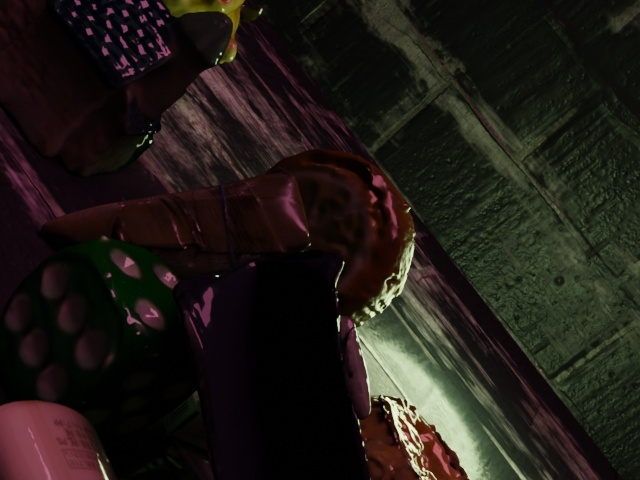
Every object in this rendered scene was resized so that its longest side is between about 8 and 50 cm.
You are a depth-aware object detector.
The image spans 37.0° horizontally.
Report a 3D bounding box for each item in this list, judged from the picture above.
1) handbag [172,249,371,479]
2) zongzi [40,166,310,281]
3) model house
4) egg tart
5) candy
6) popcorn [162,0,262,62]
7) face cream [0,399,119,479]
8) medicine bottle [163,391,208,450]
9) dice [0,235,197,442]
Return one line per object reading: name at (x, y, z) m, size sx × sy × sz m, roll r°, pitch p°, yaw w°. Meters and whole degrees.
handbag at (-0.021, 0.163, 0.754) m, size 0.329 × 0.122 × 0.303 m, roll 144°, pitch -64°, yaw -87°
zongzi at (-0.157, 0.039, 1.076) m, size 0.251 × 0.274 × 0.125 m, roll 97°, pitch -18°, yaw -53°
model house at (-0.262, -0.274, 1.163) m, size 0.298 × 0.284 × 0.243 m, roll 51°, pitch 19°, yaw 2°
egg tart at (0.094, 0.284, 1.147) m, size 0.315 × 0.120 × 0.315 m, roll 48°, pitch 14°, yaw -16°
candy at (0.000, 0.000, 1.310) m, size 0.260 × 0.260 × 0.118 m, roll 58°, pitch 8°, yaw 26°
popcorn at (-0.268, -0.419, 1.624) m, size 0.316 × 0.281 × 0.297 m, roll 27°, pitch -37°, yaw 28°
face cream at (-0.109, 0.269, 0.581) m, size 0.348 × 0.081 × 0.173 m, roll 57°, pitch -12°, yaw 23°
medicine bottle at (-0.096, 0.162, 1.014) m, size 0.201 × 0.052 × 0.171 m, roll 35°, pitch 21°, yaw -42°
dice at (-0.179, 0.083, 0.791) m, size 0.120 × 0.131 × 0.128 m, roll 26°, pitch 30°, yaw -59°
